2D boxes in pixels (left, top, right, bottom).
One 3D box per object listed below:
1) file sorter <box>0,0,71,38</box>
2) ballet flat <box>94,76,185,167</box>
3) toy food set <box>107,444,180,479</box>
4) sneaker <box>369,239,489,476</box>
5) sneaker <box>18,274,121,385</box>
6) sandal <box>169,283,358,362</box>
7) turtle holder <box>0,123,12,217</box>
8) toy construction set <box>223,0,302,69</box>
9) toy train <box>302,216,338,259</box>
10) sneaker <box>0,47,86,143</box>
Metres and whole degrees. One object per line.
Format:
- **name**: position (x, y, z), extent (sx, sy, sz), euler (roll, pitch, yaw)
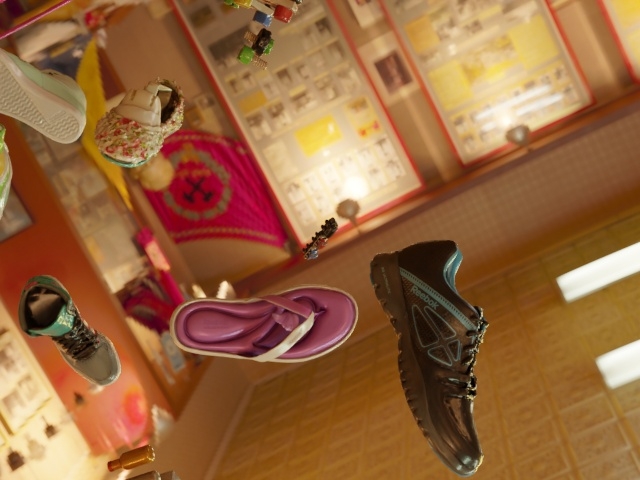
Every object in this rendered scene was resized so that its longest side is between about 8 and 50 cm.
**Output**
- **file sorter**: position (-0.513, -0.483, 1.390), extent (0.202, 0.291, 0.182), euler (-35, -179, -19)
- **ballet flat**: position (-0.226, -0.160, 1.147), extent (0.241, 0.091, 0.077), euler (-86, -165, -70)
- **toy food set**: position (-0.382, 0.572, 2.040), extent (0.104, 0.232, 0.111), euler (-19, -142, 8)
- **sneaker**: position (0.177, 0.158, 1.287), extent (0.139, 0.341, 0.125), euler (-19, 164, 10)
- **sneaker**: position (-0.548, 0.196, 1.968), extent (0.123, 0.295, 0.178), euler (-40, 179, -3)
- **sandal**: position (-0.115, 0.189, 1.974), extent (0.416, 0.170, 0.102), euler (-6, 177, -10)
- **turtle holder**: position (-0.728, -0.133, 1.781), extent (0.320, 0.243, 0.227), euler (107, 7, -57)
- **toy construction set**: position (-0.141, -0.555, 1.800), extent (0.309, 0.237, 0.257), euler (-55, -160, 26)
- **toy train**: position (0.000, 0.000, 2.009), extent (0.027, 0.036, 0.158), euler (-23, 163, -35)
- **sneaker**: position (-0.511, -0.270, 1.537), extent (0.094, 0.256, 0.151), euler (-48, -158, 16)
